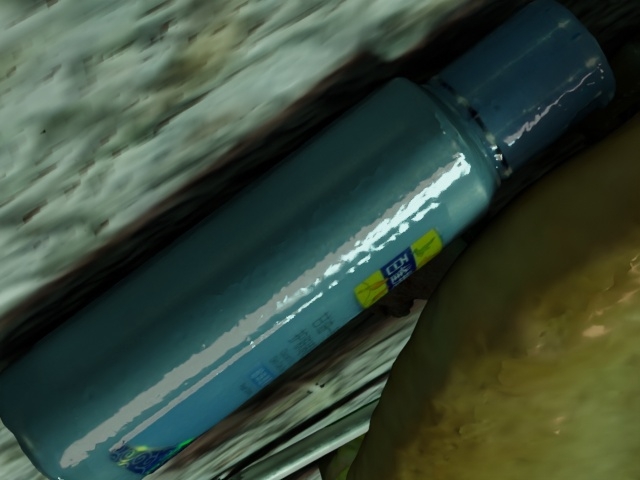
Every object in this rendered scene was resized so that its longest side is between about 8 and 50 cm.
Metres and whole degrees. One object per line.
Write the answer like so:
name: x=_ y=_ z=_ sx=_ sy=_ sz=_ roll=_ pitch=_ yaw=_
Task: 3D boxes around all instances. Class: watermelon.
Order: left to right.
watermelon: x=0.071 y=0.018 z=0.654 sx=0.080 sy=0.101 sz=0.155 roll=-22 pitch=149 yaw=-13

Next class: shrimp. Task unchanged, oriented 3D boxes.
shrimp: x=0.175 y=-0.074 z=0.677 sx=0.099 sy=0.041 sz=0.180 roll=-32 pitch=162 yaw=-16

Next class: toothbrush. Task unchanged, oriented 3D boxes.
toothbrush: x=0.093 y=0.088 z=0.938 sx=0.418 sy=0.040 sz=0.042 roll=-25 pitch=-178 yaw=-27

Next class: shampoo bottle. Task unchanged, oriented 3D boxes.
shampoo bottle: x=0.000 y=0.000 z=0.484 sx=0.258 sy=0.061 sz=0.104 roll=-38 pitch=165 yaw=-3

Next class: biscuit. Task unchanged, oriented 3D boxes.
biscuit: x=0.235 y=0.071 z=0.618 sx=0.430 sy=0.104 sz=0.446 roll=-2 pitch=142 yaw=-15

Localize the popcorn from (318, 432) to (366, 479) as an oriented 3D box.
popcorn: x=0.054 y=0.199 z=0.992 sx=0.145 sy=0.126 sz=0.125 roll=-39 pitch=157 yaw=-17
